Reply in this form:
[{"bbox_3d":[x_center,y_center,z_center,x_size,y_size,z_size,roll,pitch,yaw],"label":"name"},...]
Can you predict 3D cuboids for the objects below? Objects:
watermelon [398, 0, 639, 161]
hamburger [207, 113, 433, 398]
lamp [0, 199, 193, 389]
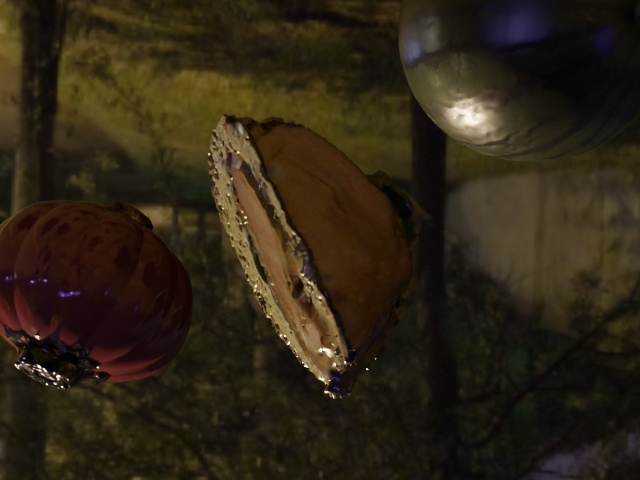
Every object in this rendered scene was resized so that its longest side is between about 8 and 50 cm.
[{"bbox_3d":[0.091,-0.083,0.393,0.105,0.105,0.133,1,-177,-31],"label":"watermelon"},{"bbox_3d":[0.007,0.003,0.600,0.102,0.176,0.087,-14,154,-35],"label":"hamburger"},{"bbox_3d":[-0.114,0.026,0.498,0.107,0.092,0.107,19,154,9],"label":"lamp"}]
